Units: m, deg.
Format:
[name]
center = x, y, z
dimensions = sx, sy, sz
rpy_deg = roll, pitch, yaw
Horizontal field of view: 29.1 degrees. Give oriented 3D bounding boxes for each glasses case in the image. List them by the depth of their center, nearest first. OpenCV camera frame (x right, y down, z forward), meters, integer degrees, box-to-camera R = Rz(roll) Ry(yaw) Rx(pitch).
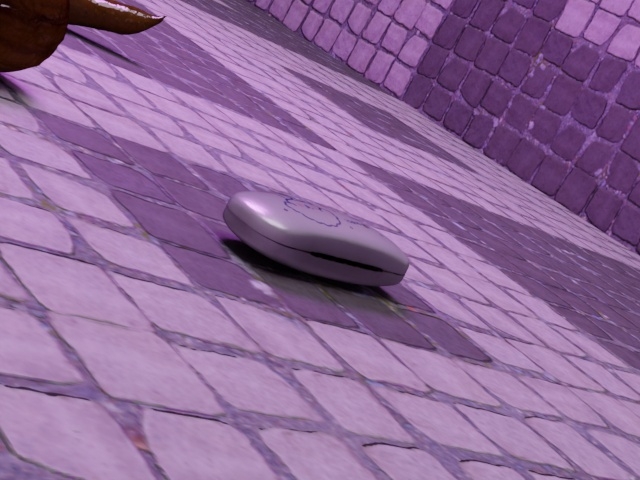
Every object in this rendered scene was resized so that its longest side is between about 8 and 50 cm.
[glasses case]
center = 0.000, 0.000, 1.025
dimensions = 0.197, 0.049, 0.076
rpy_deg = 15, 18, -48

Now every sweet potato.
[sweet potato]
center = -0.325, -0.302, 1.521
dimensions = 0.274, 0.067, 0.067
rpy_deg = 15, 16, -23

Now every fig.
[fig]
center = -0.313, -0.212, 1.047
dimensions = 0.146, 0.133, 0.201
rpy_deg = 23, 18, 20
